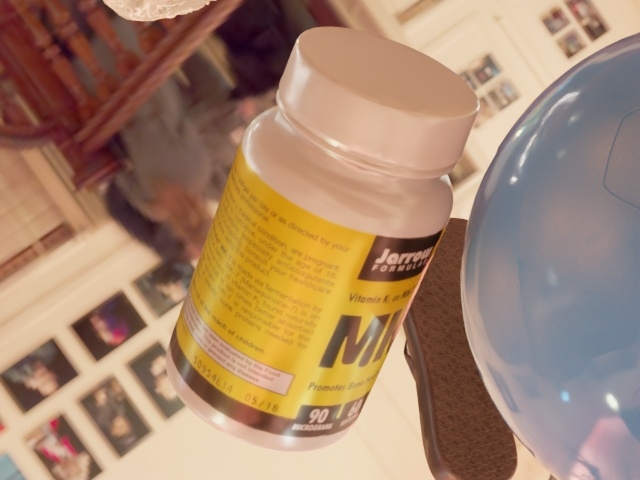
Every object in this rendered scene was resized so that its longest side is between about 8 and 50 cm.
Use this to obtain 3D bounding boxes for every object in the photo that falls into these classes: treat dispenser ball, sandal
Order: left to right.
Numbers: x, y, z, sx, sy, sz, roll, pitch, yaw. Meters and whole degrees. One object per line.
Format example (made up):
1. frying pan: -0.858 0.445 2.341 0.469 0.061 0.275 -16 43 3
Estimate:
1. sandal: 0.106 0.093 1.066 0.054 0.097 0.254 124 -27 -54
2. treat dispenser ball: 0.222 0.022 0.705 0.288 0.288 0.288 -35 -178 2

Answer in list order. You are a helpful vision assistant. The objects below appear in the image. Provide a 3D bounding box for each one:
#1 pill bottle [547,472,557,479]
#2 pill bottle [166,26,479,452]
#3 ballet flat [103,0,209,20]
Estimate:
1. pill bottle: 0.297 0.196 1.246 0.121 0.121 0.216 -32 -151 55
2. pill bottle: 0.000 0.000 0.684 0.119 0.119 0.208 -39 155 -59
3. ballet flat: -0.049 -0.241 0.499 0.147 0.147 0.409 -36 146 -26
